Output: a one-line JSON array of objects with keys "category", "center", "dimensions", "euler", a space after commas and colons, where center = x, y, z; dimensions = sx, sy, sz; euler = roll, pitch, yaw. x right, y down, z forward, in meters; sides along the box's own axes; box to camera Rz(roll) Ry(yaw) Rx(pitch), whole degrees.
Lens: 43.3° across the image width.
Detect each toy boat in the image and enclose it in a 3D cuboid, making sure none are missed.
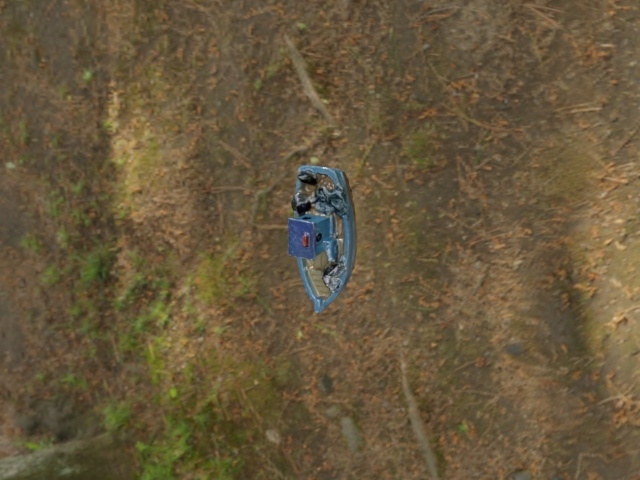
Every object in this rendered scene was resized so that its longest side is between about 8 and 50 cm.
[{"category": "toy boat", "center": [0.000, 0.000, 1.173], "dimensions": [0.100, 0.097, 0.223], "euler": [10, 112, 33]}]
